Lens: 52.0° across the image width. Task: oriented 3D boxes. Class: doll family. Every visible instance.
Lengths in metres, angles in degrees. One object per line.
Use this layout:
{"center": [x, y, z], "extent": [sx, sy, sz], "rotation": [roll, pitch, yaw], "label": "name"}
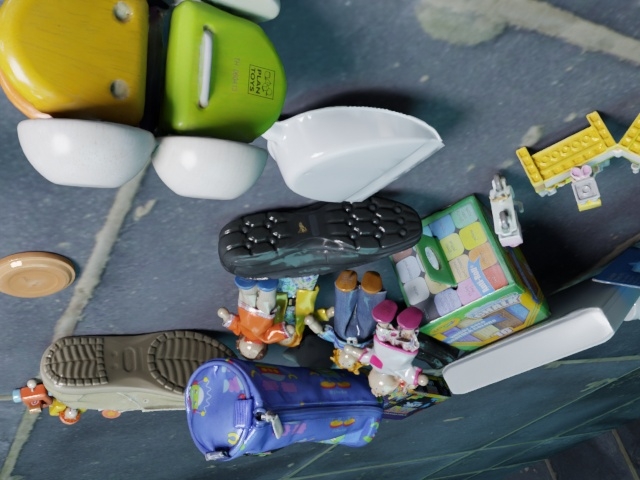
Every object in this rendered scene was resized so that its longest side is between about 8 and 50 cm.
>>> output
{"center": [0.012, 0.099, 0.808], "extent": [0.263, 0.118, 0.163], "rotation": [15, 132, 8], "label": "doll family"}

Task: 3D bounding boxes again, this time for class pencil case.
{"center": [-0.035, 0.225, 0.886], "extent": [0.133, 0.119, 0.306], "rotation": [4, 172, 42], "label": "pencil case"}

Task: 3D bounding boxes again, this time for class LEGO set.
{"center": [0.334, -0.063, 0.720], "extent": [0.287, 0.132, 0.107], "rotation": [-4, 163, 25], "label": "LEGO set"}

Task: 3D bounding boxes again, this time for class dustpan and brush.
{"center": [-0.014, -0.087, 0.593], "extent": [0.211, 0.060, 0.147], "rotation": [-2, 161, -36], "label": "dustpan and brush"}

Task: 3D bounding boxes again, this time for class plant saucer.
{"center": [-0.303, 0.039, 0.692], "extent": [0.084, 0.013, 0.083], "rotation": [-12, 150, -7], "label": "plant saucer"}

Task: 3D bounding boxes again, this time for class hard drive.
{"center": [0.351, 0.118, 0.977], "extent": [0.233, 0.047, 0.353], "rotation": [-32, 171, 34], "label": "hard drive"}

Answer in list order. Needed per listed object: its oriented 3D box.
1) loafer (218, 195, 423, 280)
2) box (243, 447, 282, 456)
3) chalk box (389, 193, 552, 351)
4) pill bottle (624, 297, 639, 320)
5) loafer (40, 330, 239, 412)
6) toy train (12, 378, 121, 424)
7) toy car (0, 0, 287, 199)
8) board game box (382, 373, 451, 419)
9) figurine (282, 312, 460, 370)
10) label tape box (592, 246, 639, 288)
{"center": [0.000, 0.000, 0.724], "extent": [0.223, 0.076, 0.078], "rotation": [-8, 155, -6], "label": "loafer"}
{"center": [-0.130, 0.427, 1.402], "extent": [0.062, 0.052, 0.083], "rotation": [-34, 145, 29], "label": "box"}
{"center": [0.177, 0.041, 0.817], "extent": [0.132, 0.132, 0.213], "rotation": [-29, 150, 21], "label": "chalk box"}
{"center": [0.609, 0.098, 1.177], "extent": [0.160, 0.087, 0.087], "rotation": [-9, 150, -12], "label": "pill bottle"}
{"center": [-0.238, 0.181, 0.892], "extent": [0.269, 0.101, 0.092], "rotation": [10, 144, -23], "label": "loafer"}
{"center": [-0.357, 0.237, 0.970], "extent": [0.166, 0.046, 0.125], "rotation": [-7, 150, -16], "label": "toy train"}
{"center": [-0.116, -0.109, 0.429], "extent": [0.182, 0.159, 0.136], "rotation": [3, 180, -32], "label": "toy car"}
{"center": [0.177, 0.334, 1.403], "extent": [0.141, 0.048, 0.170], "rotation": [-34, 146, 26], "label": "board game box"}
{"center": [0.075, 0.166, 1.043], "extent": [0.209, 0.092, 0.215], "rotation": [25, 132, -39], "label": "figurine"}
{"center": [0.568, 0.018, 0.864], "extent": [0.334, 0.105, 0.241], "rotation": [14, -162, 33], "label": "label tape box"}
